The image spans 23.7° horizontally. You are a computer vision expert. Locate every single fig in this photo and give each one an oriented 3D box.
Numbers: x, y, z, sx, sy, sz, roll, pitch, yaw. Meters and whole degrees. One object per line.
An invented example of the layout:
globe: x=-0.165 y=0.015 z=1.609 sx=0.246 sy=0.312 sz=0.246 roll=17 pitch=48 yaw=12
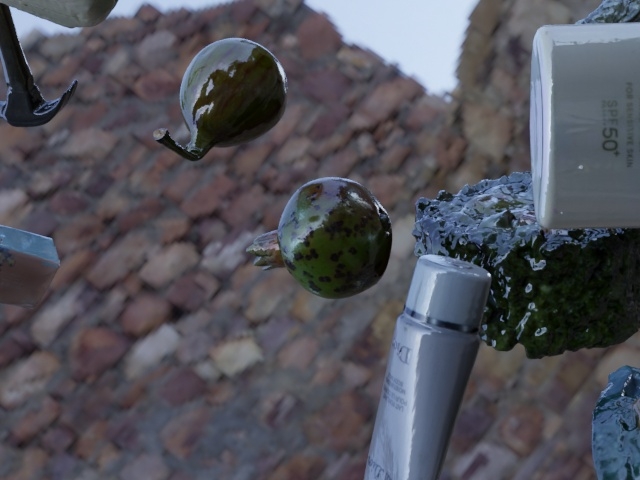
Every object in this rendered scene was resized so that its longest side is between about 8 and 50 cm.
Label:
fig: x=-0.121 y=-0.175 z=2.005 sx=0.148 sy=0.142 sz=0.186 roll=80 pitch=-157 yaw=-69

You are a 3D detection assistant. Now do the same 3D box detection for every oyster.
oyster: x=0.433 y=-0.323 z=2.213 sx=0.125 sy=0.064 sz=0.177 roll=-48 pitch=-12 yaw=30

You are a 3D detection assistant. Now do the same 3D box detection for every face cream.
face cream: x=0.104 y=0.173 z=1.584 sx=0.089 sy=0.143 sz=0.314 roll=8 pitch=-80 yaw=-23
face cream: x=0.354 y=-0.097 z=1.285 sx=0.081 sy=0.348 sz=0.174 roll=-118 pitch=28 yaw=-86

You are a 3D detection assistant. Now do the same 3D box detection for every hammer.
hammer: x=-0.458 y=-0.346 z=2.093 sx=0.044 sy=0.168 sz=0.440 roll=-62 pitch=-32 yaw=-47

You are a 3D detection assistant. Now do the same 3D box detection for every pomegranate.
pomegranate: x=0.000 y=0.000 z=1.978 sx=0.205 sy=0.159 sz=0.159 roll=-11 pitch=7 yaw=32

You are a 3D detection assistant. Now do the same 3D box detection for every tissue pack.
tissue pack: x=-0.337 y=0.027 z=1.644 sx=0.094 sy=0.059 sz=0.074 roll=15 pitch=-61 yaw=-36

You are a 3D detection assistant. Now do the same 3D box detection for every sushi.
sushi: x=0.281 y=0.024 z=2.108 sx=0.294 sy=0.352 sz=0.178 roll=-10 pitch=-72 yaw=-12

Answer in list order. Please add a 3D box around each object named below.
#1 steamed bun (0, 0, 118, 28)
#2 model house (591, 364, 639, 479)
steamed bun: x=-0.301 y=-0.331 z=1.659 sx=0.250 sy=0.200 sz=0.155 roll=-171 pitch=102 yaw=-78
model house: x=0.501 y=0.228 z=1.688 sx=0.329 sy=0.252 sz=0.295 roll=-26 pitch=1 yaw=23
